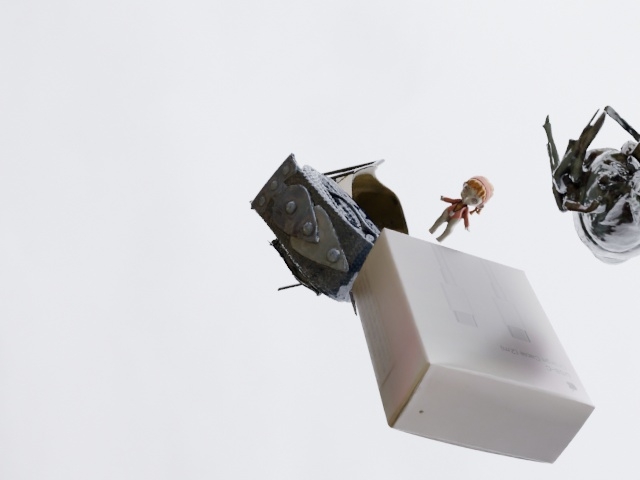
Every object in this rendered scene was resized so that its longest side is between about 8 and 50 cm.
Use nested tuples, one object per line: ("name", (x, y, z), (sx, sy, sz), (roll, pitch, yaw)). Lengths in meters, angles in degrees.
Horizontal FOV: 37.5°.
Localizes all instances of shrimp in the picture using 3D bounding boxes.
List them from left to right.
("shrimp", (0.298, -0.062, 0.991), (0.172, 0.372, 0.137), (20, -102, 20))

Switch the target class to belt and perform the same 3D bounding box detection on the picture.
("belt", (0.001, 0.000, 1.262), (0.128, 0.122, 0.218), (-51, -137, 11))

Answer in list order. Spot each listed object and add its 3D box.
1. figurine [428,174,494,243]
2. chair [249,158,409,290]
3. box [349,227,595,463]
("figurine", (0.186, -0.043, 1.253), (0.064, 0.047, 0.109), (50, -60, 16))
("chair", (0.042, -0.027, 1.433), (0.246, 0.172, 0.159), (-12, -81, 26))
("box", (0.159, 0.115, 1.058), (0.252, 0.203, 0.106), (-102, -146, -55))
